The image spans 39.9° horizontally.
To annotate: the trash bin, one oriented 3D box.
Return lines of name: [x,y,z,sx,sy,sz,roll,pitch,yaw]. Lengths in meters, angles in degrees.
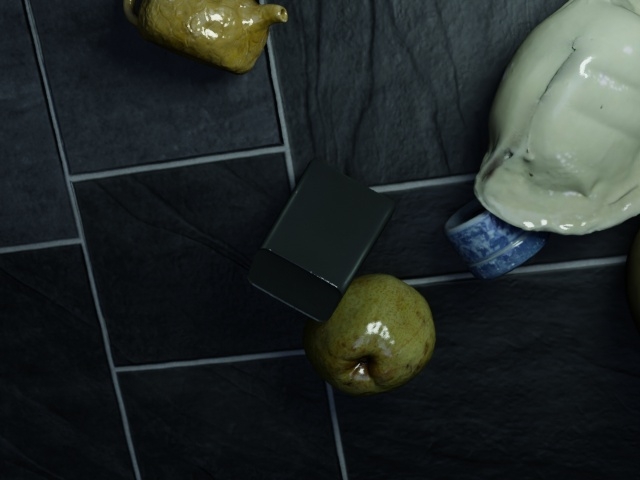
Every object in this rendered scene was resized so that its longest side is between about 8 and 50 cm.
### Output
trash bin: [0.000,0.000,1.425,0.165,0.225,0.115,30,135,1]

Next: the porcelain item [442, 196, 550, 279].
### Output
porcelain item: [0.285,-0.012,1.424,0.147,0.147,0.114,-34,99,17]

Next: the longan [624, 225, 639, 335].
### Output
longan: [0.635,0.072,1.307,0.361,0.361,0.361,3,105,10]

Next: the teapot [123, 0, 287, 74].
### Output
teapot: [-0.185,-0.370,1.394,0.311,0.203,0.167,23,97,28]

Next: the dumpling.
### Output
dumpling: [0.409,-0.177,1.301,0.315,0.233,0.395,33,90,2]

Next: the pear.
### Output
pear: [0.077,0.160,1.474,0.228,0.211,0.188,-20,102,16]
